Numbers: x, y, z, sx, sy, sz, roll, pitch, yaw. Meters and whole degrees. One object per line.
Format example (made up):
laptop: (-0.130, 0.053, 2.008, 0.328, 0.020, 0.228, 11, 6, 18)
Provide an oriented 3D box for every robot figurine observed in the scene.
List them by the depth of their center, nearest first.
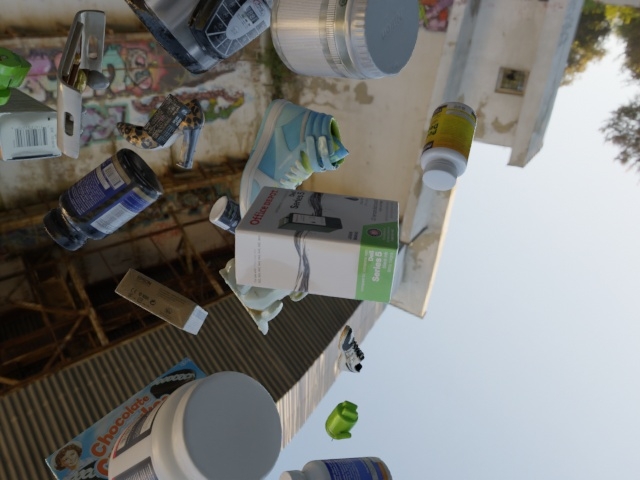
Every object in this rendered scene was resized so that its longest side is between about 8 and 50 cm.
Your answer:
robot figurine: (0.055, 0.470, 1.254, 0.067, 0.115, 0.101, 25, -156, -12)

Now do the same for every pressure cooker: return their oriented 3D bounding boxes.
pressure cooker: (-0.264, -0.673, 1.175, 0.420, 0.375, 0.370, -36, -151, 7)

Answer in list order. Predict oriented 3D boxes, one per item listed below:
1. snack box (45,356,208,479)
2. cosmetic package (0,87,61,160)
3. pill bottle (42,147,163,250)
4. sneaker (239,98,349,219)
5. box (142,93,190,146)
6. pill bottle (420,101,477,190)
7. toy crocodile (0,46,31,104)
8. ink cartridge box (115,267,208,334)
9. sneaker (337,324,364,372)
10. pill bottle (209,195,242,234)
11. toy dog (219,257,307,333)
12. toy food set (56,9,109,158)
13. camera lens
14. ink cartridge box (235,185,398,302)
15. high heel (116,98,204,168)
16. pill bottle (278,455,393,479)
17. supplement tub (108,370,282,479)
snack box: (-0.340, 0.397, 0.960, 0.187, 0.060, 0.322, 33, -130, 29)
cosmetic package: (-0.849, -0.325, 1.312, 0.296, 0.129, 0.153, 29, -148, 33)
pill bottle: (-0.446, -0.079, 0.988, 0.219, 0.123, 0.123, -35, -144, 3)
sneaker: (-0.052, -0.156, 1.088, 0.208, 0.319, 0.127, 14, 178, 19)
box: (-0.275, -0.215, 0.858, 0.083, 0.018, 0.067, -52, -131, 2)
pill bottle: (0.323, -0.238, 1.226, 0.117, 0.117, 0.215, 12, -116, 16)
toy crocodile: (-0.738, -0.339, 0.986, 0.105, 0.115, 0.340, 43, -148, -4)
ink cartridge box: (-0.477, 0.191, 1.475, 0.234, 0.193, 0.088, 28, -104, 4)
sneaker: (0.046, 0.153, 0.679, 0.036, 0.083, 0.032, 14, -140, 20)
pill bottle: (-0.348, -0.081, 2.099, 0.245, 0.130, 0.130, 32, -165, -33)
toy dog: (-0.136, 0.071, 1.717, 0.408, 0.395, 0.284, -36, -112, -14)
toy food set: (-0.579, -0.386, 1.190, 0.092, 0.220, 0.306, 10, -126, -23)
camera lens: (0.044, -0.467, 1.042, 0.274, 0.220, 0.219, 20, -145, 38)
ink cartridge box: (0.000, 0.000, 0.880, 0.272, 0.115, 0.198, 7, -151, 5)
high heel: (-0.436, -0.329, 1.311, 0.261, 0.186, 0.093, 25, -157, 10)
pill bottle: (0.036, 0.630, 1.210, 0.272, 0.152, 0.152, 9, -153, -25)
supplement tub: (-0.205, 0.338, 0.778, 0.191, 0.272, 0.191, 26, -136, -28)
